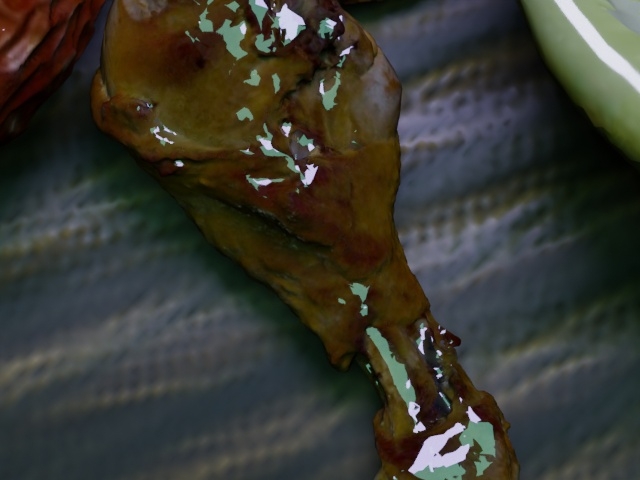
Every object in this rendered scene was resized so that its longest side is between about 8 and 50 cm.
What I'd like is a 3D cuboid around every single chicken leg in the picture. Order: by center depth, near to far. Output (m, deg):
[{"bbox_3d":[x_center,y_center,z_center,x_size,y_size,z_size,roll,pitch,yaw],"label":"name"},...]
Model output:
[{"bbox_3d":[0.001,-0.001,0.665,0.107,0.087,0.251,-28,89,9],"label":"chicken leg"}]

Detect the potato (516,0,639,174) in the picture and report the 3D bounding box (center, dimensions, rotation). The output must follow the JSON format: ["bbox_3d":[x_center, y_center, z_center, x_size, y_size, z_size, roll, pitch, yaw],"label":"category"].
[{"bbox_3d":[0.217,-0.154,0.659,0.280,0.213,0.330,41,94,20],"label":"potato"}]

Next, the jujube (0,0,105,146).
[{"bbox_3d":[-0.130,-0.112,0.635,0.112,0.109,0.176,9,69,7],"label":"jujube"}]

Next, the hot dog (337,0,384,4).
[{"bbox_3d":[0.021,-0.168,0.696,0.099,0.065,0.147,24,73,-36],"label":"hot dog"}]
